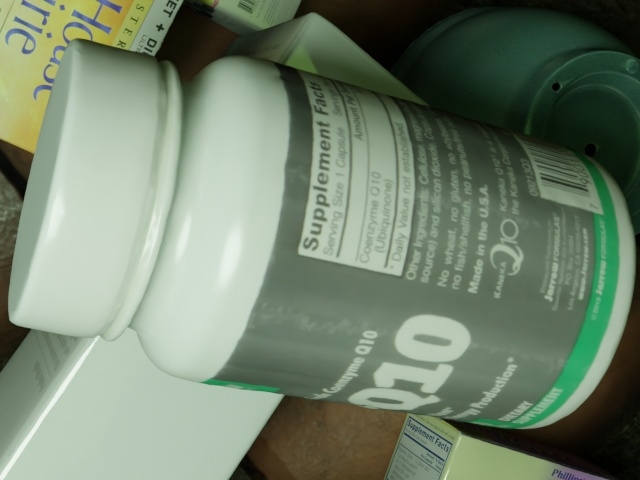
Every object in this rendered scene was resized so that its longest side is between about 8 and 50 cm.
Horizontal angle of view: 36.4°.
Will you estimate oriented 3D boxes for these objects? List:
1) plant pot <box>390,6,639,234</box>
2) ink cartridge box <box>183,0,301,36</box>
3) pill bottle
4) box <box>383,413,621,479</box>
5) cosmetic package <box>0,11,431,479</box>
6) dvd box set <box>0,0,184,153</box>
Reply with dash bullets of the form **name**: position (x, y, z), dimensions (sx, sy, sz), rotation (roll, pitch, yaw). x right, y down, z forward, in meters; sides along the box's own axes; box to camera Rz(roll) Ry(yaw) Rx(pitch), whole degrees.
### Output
- **plant pot**: position (0.221, -0.089, 0.946), dimensions (0.293, 0.196, 0.293), rotation (-2, 97, -20)
- **ink cartridge box**: position (-0.100, -0.264, 0.883), dimensions (0.181, 0.061, 0.104), rotation (25, 87, -21)
- **pill bottle**: position (0.000, 0.000, 0.629), dimensions (0.361, 0.204, 0.204), rotation (12, 91, -21)
- **box**: position (0.165, 0.322, 1.011), dimensions (0.213, 0.117, 0.243), rotation (20, 90, -21)
- **cosmetic package**: position (-0.108, 0.045, 0.824), dimensions (0.161, 0.230, 0.453), rotation (37, 84, -20)
- **dvd box set**: position (-0.306, -0.262, 0.747), dimensions (0.420, 0.062, 0.308), rotation (25, 113, -21)
